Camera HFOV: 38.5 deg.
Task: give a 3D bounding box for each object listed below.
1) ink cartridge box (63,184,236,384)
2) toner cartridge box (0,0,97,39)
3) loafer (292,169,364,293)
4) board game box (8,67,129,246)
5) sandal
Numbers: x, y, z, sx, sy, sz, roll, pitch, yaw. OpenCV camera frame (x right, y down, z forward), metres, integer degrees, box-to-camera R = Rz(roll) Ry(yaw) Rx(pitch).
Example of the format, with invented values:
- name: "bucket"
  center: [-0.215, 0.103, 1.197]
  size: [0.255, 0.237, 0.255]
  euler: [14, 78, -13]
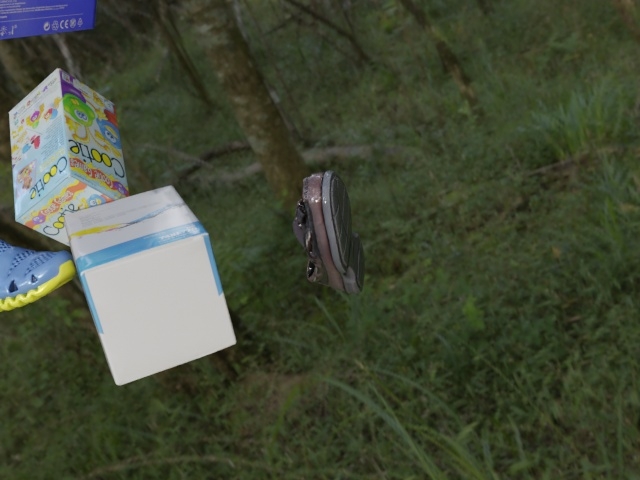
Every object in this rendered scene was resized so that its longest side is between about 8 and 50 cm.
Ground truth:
- name: "ink cartridge box"
  center: [-0.280, 0.060, 1.470]
  size: [0.197, 0.198, 0.270]
  euler: [-18, 25, -15]
- name: "toner cartridge box"
  center: [-0.554, -0.399, 1.550]
  size: [0.165, 0.075, 0.348]
  euler: [20, 24, 20]
- name: "loafer"
  center: [0.000, 0.000, 1.314]
  size: [0.095, 0.302, 0.109]
  euler: [0, 64, 12]
- name: "board game box"
  center: [-0.453, -0.146, 1.644]
  size: [0.144, 0.142, 0.275]
  euler: [-35, 49, 21]
- name: "sandal"
  center: [-0.574, 0.051, 1.617]
  size: [0.317, 0.138, 0.126]
  euler: [-9, 13, 24]
